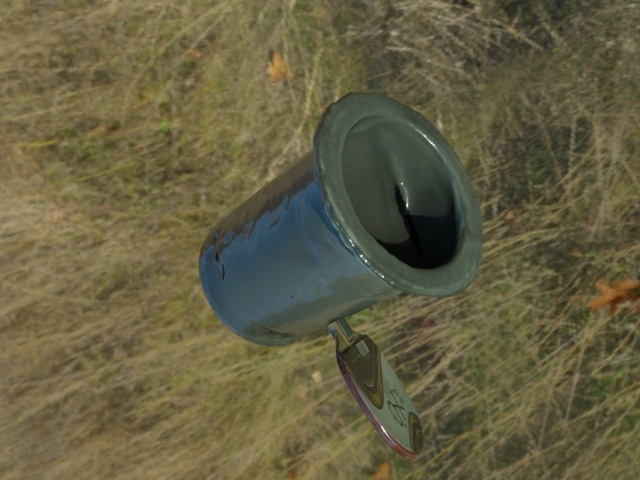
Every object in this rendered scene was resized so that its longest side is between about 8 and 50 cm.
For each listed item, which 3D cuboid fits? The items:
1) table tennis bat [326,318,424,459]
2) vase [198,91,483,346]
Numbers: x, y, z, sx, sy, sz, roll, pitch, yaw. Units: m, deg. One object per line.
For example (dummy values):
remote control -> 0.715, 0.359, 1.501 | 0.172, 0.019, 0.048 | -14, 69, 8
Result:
table tennis bat -> 0.053, 0.163, 1.228 | 0.022, 0.173, 0.301 | -34, 85, 18
vase -> 0.000, 0.000, 1.032 | 0.291, 0.245, 0.245 | -30, 85, 41
